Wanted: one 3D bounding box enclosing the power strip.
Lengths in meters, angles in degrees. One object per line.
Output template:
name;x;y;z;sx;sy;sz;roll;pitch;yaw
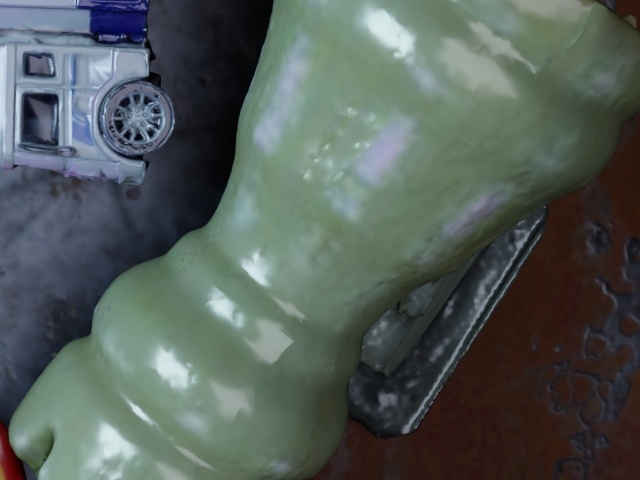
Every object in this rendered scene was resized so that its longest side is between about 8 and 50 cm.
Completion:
power strip;0.043;0.014;1.240;0.198;0.064;0.213;33;87;-20

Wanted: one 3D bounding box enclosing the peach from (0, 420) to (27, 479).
peach;-0.251;0.171;1.145;0.151;0.118;0.151;6;132;7

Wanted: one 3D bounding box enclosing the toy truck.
toy truck;-0.168;-0.170;1.120;0.155;0.124;0.268;1;95;-10

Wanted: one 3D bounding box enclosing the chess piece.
chess piece;0.000;0.000;1.100;0.234;0.234;0.442;32;100;-19
